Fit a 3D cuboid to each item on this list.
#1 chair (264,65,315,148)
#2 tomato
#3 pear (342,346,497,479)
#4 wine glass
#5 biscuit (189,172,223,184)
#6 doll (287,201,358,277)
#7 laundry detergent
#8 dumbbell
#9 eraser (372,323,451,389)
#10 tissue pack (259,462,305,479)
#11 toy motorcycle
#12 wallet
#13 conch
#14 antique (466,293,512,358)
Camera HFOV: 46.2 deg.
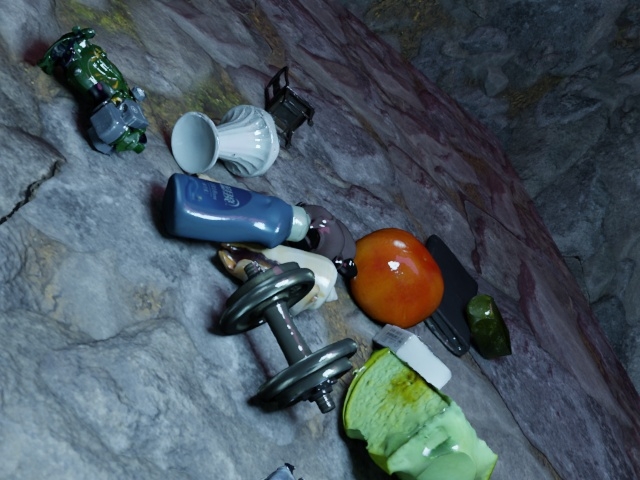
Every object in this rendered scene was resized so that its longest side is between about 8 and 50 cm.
[{"bbox_3d":[-0.088,-0.369,2.042,0.113,0.106,0.229,38,29,-23],"label":"chair"},{"bbox_3d":[0.179,0.086,1.782,0.260,0.180,0.260,36,32,-27],"label":"tomato"},{"bbox_3d":[0.188,0.380,1.402,0.282,0.176,0.286,50,-6,-28],"label":"pear"},{"bbox_3d":[-0.205,-0.206,1.594,0.196,0.165,0.165,-17,69,-54],"label":"wine glass"},{"bbox_3d":[-0.188,-0.084,1.557,0.219,0.055,0.061,26,24,-40],"label":"biscuit"},{"bbox_3d":[0.001,-0.001,1.631,0.182,0.117,0.257,62,7,17],"label":"doll"},{"bbox_3d":[-0.147,-0.049,1.418,0.289,0.094,0.143,8,27,-25],"label":"laundry detergent"},{"bbox_3d":[-0.055,0.164,1.285,0.192,0.192,0.290,-4,60,-60],"label":"dumbbell"},{"bbox_3d":[0.192,0.248,1.609,0.124,0.068,0.210,46,-7,-7],"label":"eraser"},{"bbox_3d":[-0.090,0.461,0.912,0.259,0.122,0.361,59,24,10],"label":"tissue pack"},{"bbox_3d":[-0.413,-0.283,1.390,0.275,0.124,0.187,60,18,19],"label":"toy motorcycle"},{"bbox_3d":[0.354,0.144,2.124,0.228,0.062,0.406,48,25,-6],"label":"wallet"},{"bbox_3d":[-0.084,0.079,1.472,0.255,0.127,0.158,18,33,-7],"label":"conch"},{"bbox_3d":[0.455,0.232,2.046,0.221,0.080,0.081,55,29,-44],"label":"antique"}]
